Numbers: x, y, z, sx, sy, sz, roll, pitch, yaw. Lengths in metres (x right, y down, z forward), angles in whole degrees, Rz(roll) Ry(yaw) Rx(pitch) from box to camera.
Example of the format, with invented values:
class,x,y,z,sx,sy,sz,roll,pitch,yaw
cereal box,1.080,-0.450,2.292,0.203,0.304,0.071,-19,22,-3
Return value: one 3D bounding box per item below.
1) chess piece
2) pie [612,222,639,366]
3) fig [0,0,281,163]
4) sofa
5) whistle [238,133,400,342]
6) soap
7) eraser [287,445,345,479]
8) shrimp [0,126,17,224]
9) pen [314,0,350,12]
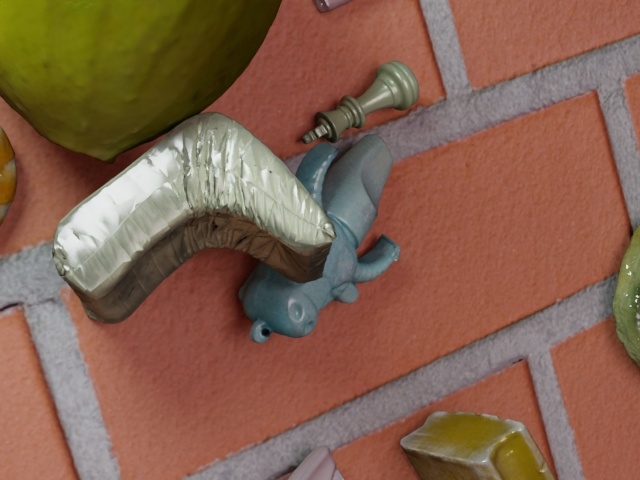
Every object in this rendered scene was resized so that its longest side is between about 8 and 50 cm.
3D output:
class,x,y,z,sx,sy,sz,roll,pitch,yaw
chess piece,0.038,-0.147,1.496,0.149,0.059,0.059,-31,105,-21
pie,0.495,0.073,1.767,0.277,0.078,0.277,4,83,-35
fig,-0.193,-0.249,1.204,0.343,0.343,0.343,0,89,-32
sofa,-0.121,0.014,1.266,0.225,0.210,0.176,-40,84,-12
whistle,0.000,0.000,1.447,0.274,0.093,0.186,-57,137,-22
soap,0.221,0.326,1.529,0.089,0.173,0.274,-39,109,-24
eraser,-0.031,0.373,1.439,0.243,0.059,0.204,-39,109,-30
shrimp,-0.367,-0.057,1.245,0.161,0.049,0.166,36,74,-31
pen,0.070,-0.321,1.526,0.197,0.032,0.053,-35,107,-26
